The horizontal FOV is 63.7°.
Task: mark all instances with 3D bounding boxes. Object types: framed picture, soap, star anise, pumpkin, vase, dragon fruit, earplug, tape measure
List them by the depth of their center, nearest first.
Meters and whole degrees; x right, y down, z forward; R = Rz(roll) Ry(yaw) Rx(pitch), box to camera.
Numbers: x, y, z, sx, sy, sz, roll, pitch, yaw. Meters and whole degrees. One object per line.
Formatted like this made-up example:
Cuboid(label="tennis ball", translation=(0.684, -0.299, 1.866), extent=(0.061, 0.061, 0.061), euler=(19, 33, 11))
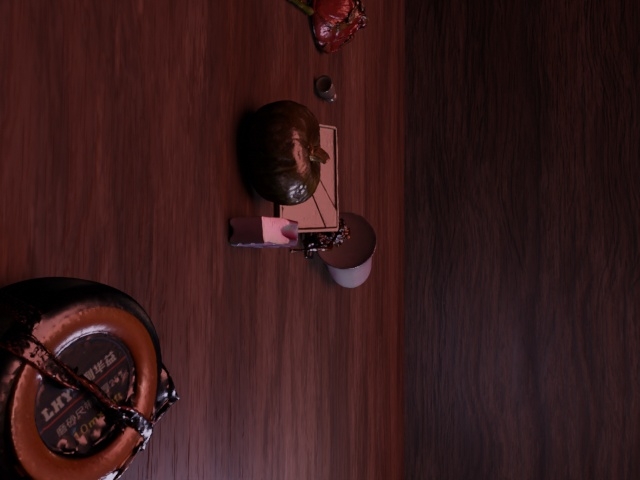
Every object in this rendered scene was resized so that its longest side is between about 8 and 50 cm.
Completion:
Cuboid(label="tape measure", translation=(-0.248, 0.141, 0.489), extent=(0.202, 0.134, 0.223), euler=(-50, 136, -50))
Cuboid(label="soap", translation=(-0.101, -0.015, 1.008), extent=(0.149, 0.100, 0.057), euler=(7, 83, -72))
Cuboid(label="pumpkin", translation=(-0.059, -0.176, 1.051), extent=(0.219, 0.162, 0.219), euler=(3, 90, -75))
Cuboid(label="framed picture", translation=(-0.029, -0.150, 1.227), extent=(0.192, 0.018, 0.266), euler=(-1, 91, -41))
Cuboid(label="star anise", translation=(0.000, 0.000, 1.320), extent=(0.097, 0.190, 0.070), euler=(-44, -119, 57))
Cuboid(label="dragon fruit", translation=(0.065, -0.660, 1.476), extent=(0.224, 0.148, 0.219), euler=(-65, 149, -55))
Cuboid(label="vase", translation=(0.020, -0.435, 1.494), extent=(0.100, 0.053, 0.053), euler=(22, 68, -77))
Cuboid(label="earplug", translation=(0.087, 0.061, 1.534), extent=(0.301, 0.172, 0.173), euler=(73, 22, -64))

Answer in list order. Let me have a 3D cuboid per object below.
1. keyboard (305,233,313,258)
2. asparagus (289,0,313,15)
Cuboid(label="keyboard", translation=(-0.029, -0.028, 1.396), extent=(0.053, 0.010, 0.155), euler=(22, 69, -70))
Cuboid(label="asparagus", translation=(-0.062, -0.593, 1.277), extent=(0.248, 0.025, 0.025), euler=(-38, 141, -69))
